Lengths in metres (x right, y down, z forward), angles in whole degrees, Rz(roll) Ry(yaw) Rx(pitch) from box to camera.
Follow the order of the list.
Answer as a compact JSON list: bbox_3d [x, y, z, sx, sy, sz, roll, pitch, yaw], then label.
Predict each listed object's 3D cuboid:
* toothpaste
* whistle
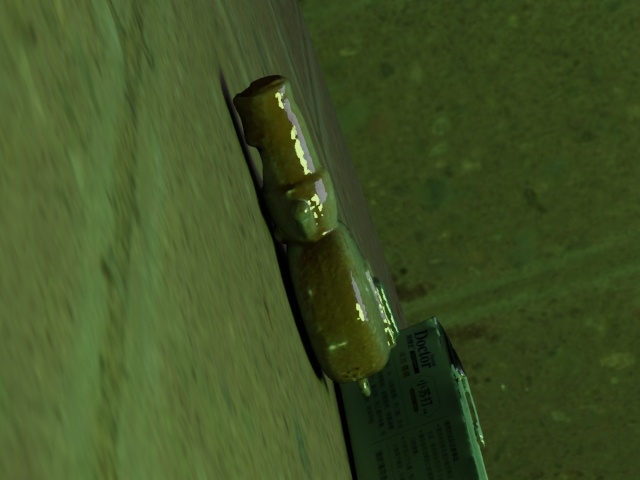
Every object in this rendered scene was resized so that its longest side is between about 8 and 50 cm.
[{"bbox_3d":[0.072,0.178,1.238,0.313,0.089,0.071,-101,165,-51],"label":"toothpaste"},{"bbox_3d":[0.000,0.000,1.233,0.107,0.057,0.220,-89,159,-74],"label":"whistle"}]
